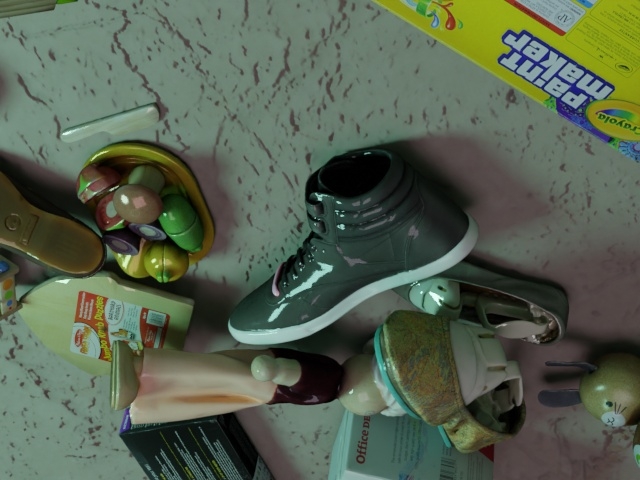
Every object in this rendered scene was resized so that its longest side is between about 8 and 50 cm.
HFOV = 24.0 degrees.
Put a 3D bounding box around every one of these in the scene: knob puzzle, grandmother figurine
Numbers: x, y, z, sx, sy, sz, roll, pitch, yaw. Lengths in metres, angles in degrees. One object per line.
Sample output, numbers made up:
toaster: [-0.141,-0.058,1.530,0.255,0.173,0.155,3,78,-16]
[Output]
knob puzzle: [-0.247,0.089,1.704,0.213,0.030,0.213,7,140,6]
grandmother figurine: [-0.057,0.154,1.654,0.342,0.208,0.104,3,94,-11]

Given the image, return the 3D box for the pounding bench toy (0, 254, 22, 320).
pounding bench toy: [-0.378,0.043,1.664,0.083,0.052,0.065,29,133,31]

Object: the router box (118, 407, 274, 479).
router box: [-0.150,0.270,1.852,0.133,0.046,0.179,-10,130,19]

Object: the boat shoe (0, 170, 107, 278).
boat shoe: [-0.320,-0.022,1.583,0.207,0.073,0.073,33,87,-3]

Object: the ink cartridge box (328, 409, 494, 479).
ink cartridge box: [0.102,0.274,1.759,0.176,0.128,0.127,15,134,-4]

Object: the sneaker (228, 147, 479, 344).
sneaker: [0.000,0.000,1.540,0.295,0.105,0.147,-26,121,24]

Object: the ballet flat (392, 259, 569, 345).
ballet flat: [0.161,0.063,1.591,0.213,0.068,0.072,13,134,-3]

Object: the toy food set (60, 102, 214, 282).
toy food set: [-0.192,-0.028,1.558,0.128,0.071,0.218,-8,131,16]

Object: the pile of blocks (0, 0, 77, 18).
pile of blocks: [-0.160,-0.288,1.302,0.362,0.149,0.113,-13,88,8]

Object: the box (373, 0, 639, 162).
box: [0.181,-0.263,1.131,0.290,0.279,0.177,29,131,-17]

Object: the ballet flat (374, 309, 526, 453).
ballet flat: [0.150,0.143,1.580,0.123,0.123,0.348,-7,158,15]

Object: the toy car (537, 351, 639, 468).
toy car: [0.331,0.181,1.637,0.188,0.149,0.155,15,145,10]
